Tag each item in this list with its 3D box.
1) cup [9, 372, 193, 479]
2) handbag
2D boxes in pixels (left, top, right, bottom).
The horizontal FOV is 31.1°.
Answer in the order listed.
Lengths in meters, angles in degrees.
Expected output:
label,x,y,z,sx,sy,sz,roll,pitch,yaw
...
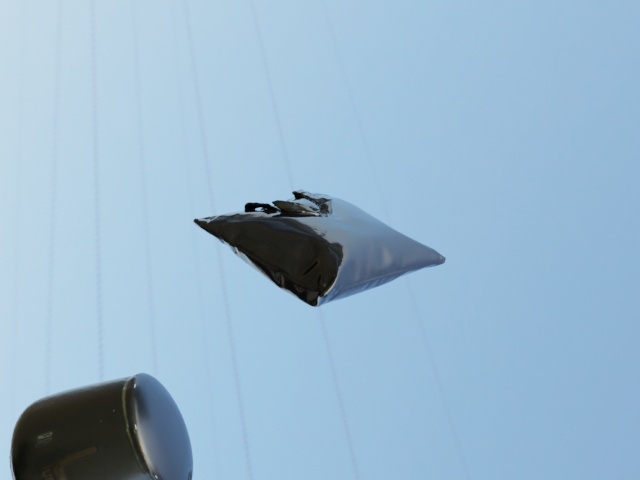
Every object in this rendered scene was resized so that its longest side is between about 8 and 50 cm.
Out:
label,x,y,z,sx,sy,sz,roll,pitch,yaw
cup,-0.235,0.265,1.296,0.177,0.169,0.223,-22,-100,8
handbag,0.000,0.000,1.372,0.211,0.254,0.088,27,-66,30
